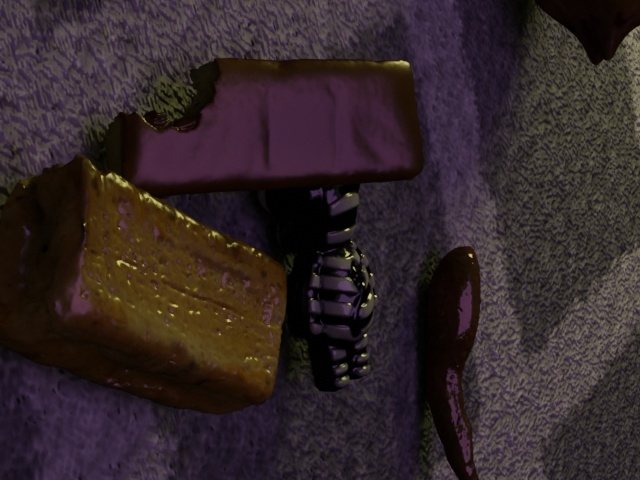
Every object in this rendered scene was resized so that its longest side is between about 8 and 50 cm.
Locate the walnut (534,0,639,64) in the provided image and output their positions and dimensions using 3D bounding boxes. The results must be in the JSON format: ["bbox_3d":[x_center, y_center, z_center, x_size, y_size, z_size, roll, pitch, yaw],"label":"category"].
[{"bbox_3d":[0.285,-0.337,1.220,0.209,0.209,0.336,13,83,-55],"label":"walnut"}]

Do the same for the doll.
[{"bbox_3d":[0.000,0.000,0.914,0.091,0.067,0.219,-20,108,-50],"label":"doll"}]

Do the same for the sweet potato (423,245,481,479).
[{"bbox_3d":[0.116,0.111,1.096,0.050,0.050,0.214,8,82,-55],"label":"sweet potato"}]

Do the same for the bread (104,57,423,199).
[{"bbox_3d":[-0.035,-0.074,0.818,0.226,0.049,0.088,-4,90,-34],"label":"bread"}]

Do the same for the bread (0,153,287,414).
[{"bbox_3d":[-0.105,0.034,0.744,0.211,0.083,0.114,33,60,-50],"label":"bread"}]
